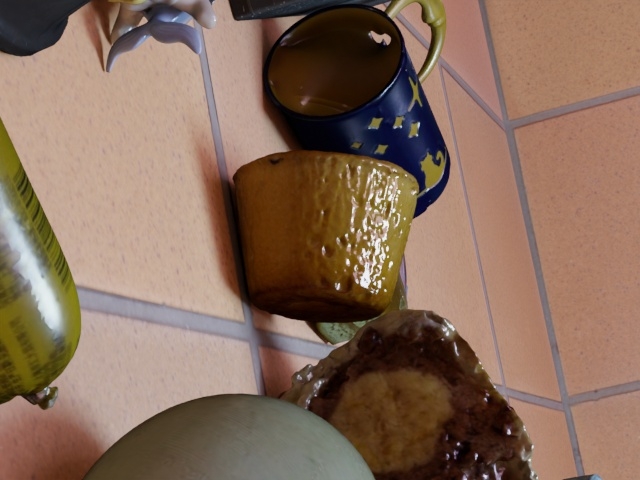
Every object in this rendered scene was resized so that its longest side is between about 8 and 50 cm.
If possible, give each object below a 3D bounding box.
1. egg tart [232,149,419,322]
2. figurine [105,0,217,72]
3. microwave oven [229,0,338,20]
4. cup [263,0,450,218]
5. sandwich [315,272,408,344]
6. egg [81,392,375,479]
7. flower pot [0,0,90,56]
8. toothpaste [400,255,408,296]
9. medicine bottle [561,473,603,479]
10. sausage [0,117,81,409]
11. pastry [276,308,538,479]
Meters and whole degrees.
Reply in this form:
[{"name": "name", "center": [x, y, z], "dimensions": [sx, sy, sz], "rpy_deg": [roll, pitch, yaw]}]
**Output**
[{"name": "egg tart", "center": [0.000, 0.000, 1.580], "dimensions": [0.202, 0.202, 0.147], "rpy_deg": [42, 50, -63]}, {"name": "figurine", "center": [-0.154, -0.258, 1.363], "dimensions": [0.184, 0.128, 0.209], "rpy_deg": [37, 46, -62]}, {"name": "microwave oven", "center": [0.086, -0.432, 1.887], "dimensions": [0.432, 0.374, 0.236], "rpy_deg": [-28, 105, -69]}, {"name": "cup", "center": [0.090, -0.169, 1.887], "dimensions": [0.178, 0.255, 0.256], "rpy_deg": [57, 0, 38]}, {"name": "sandwich", "center": [0.049, 0.070, 1.838], "dimensions": [0.244, 0.090, 0.088], "rpy_deg": [-66, 136, -69]}, {"name": "egg", "center": [-0.075, 0.220, 1.078], "dimensions": [0.295, 0.218, 0.218], "rpy_deg": [1, 76, -59]}, {"name": "flower pot", "center": [-0.200, -0.290, 1.164], "dimensions": [0.269, 0.166, 0.269], "rpy_deg": [-13, 90, -72]}, {"name": "toothpaste", "center": [0.101, 0.007, 2.158], "dimensions": [0.067, 0.042, 0.194], "rpy_deg": [-81, 158, -57]}, {"name": "medicine bottle", "center": [0.188, 0.380, 1.689], "dimensions": [0.245, 0.290, 0.245], "rpy_deg": [-13, 90, -73]}, {"name": "sausage", "center": [-0.241, -0.040, 0.888], "dimensions": [0.123, 0.123, 0.347], "rpy_deg": [-73, 146, -60]}, {"name": "pastry", "center": [0.084, 0.222, 1.554], "dimensions": [0.256, 0.236, 0.170], "rpy_deg": [57, -2, 24]}]
